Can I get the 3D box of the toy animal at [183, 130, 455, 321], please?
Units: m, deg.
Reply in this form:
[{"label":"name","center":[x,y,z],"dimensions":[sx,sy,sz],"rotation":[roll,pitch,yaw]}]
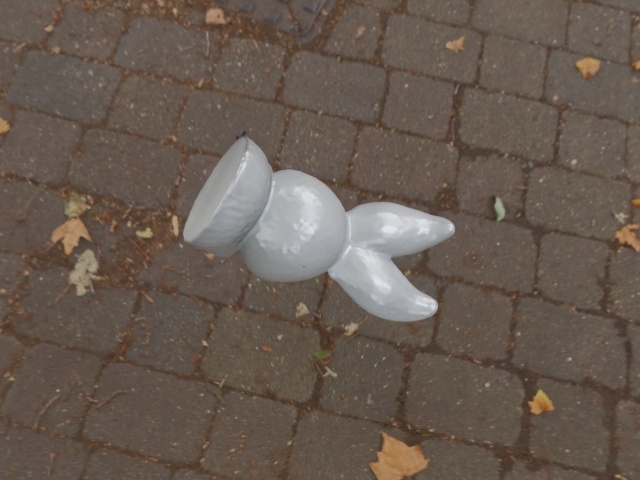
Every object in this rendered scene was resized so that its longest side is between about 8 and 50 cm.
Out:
[{"label":"toy animal","center":[-0.001,-0.003,0.514],"dimensions":[0.221,0.131,0.103],"rotation":[24,73,-23]}]
